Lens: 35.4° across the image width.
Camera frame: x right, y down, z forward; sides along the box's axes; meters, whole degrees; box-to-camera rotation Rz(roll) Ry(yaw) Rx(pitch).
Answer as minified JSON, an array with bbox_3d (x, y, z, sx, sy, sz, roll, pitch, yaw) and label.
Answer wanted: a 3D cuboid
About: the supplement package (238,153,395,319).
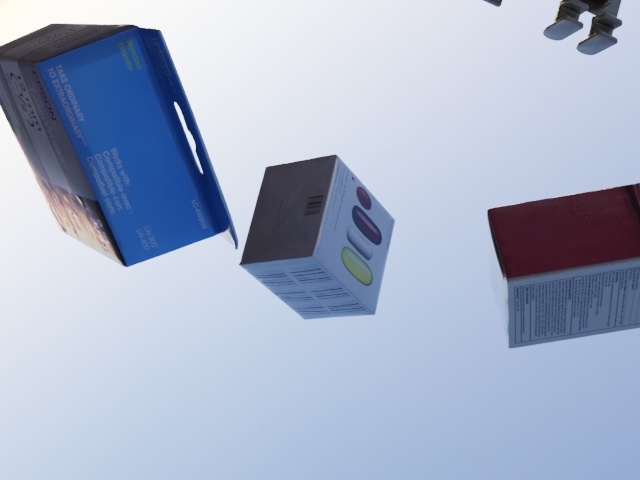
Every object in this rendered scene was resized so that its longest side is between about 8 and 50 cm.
[{"bbox_3d":[0.000,0.000,1.661,0.149,0.203,0.194,-6,-123,33],"label":"supplement package"}]

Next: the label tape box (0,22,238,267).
[{"bbox_3d":[-0.246,-0.110,1.135,0.115,0.249,0.348,-29,-155,-22],"label":"label tape box"}]

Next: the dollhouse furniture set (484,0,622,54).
[{"bbox_3d":[0.462,-0.491,1.933,0.161,0.242,0.212,159,-50,-72],"label":"dollhouse furniture set"}]

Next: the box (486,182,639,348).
[{"bbox_3d":[0.337,0.030,1.271,0.233,0.148,0.126,-10,-132,3],"label":"box"}]
